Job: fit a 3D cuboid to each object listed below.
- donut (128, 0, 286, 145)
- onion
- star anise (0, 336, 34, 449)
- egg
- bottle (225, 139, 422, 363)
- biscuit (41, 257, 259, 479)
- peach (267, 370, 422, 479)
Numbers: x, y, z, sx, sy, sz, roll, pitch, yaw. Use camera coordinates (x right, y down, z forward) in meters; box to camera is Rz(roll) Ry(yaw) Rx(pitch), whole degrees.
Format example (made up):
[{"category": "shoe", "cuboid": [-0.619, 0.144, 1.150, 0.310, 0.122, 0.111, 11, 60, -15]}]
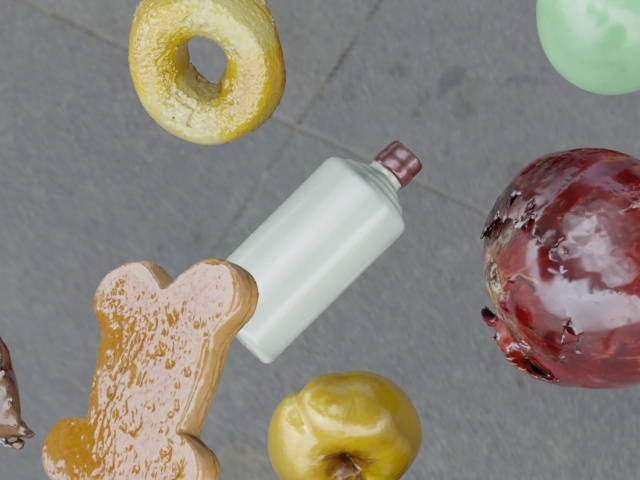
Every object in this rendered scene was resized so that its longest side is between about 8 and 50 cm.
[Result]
[{"category": "donut", "cuboid": [-0.117, -0.174, 1.372, 0.162, 0.178, 0.065, -14, 23, 17]}, {"category": "onion", "cuboid": [0.299, 0.031, 1.496, 0.276, 0.276, 0.276, -5, 65, 12]}, {"category": "star anise", "cuboid": [-0.339, 0.069, 1.048, 0.148, 0.237, 0.346, -46, 30, -24]}, {"category": "egg", "cuboid": [0.405, -0.329, 1.831, 0.220, 0.220, 0.269, 26, 107, 23]}, {"category": "bottle", "cuboid": [0.000, 0.000, 1.309, 0.245, 0.104, 0.104, -45, 64, -7]}, {"category": "biscuit", "cuboid": [-0.119, 0.133, 0.899, 0.165, 0.036, 0.250, 0, 72, 44]}, {"category": "peach", "cuboid": [0.024, 0.223, 1.540, 0.179, 0.179, 0.103, -22, 39, 4]}]
